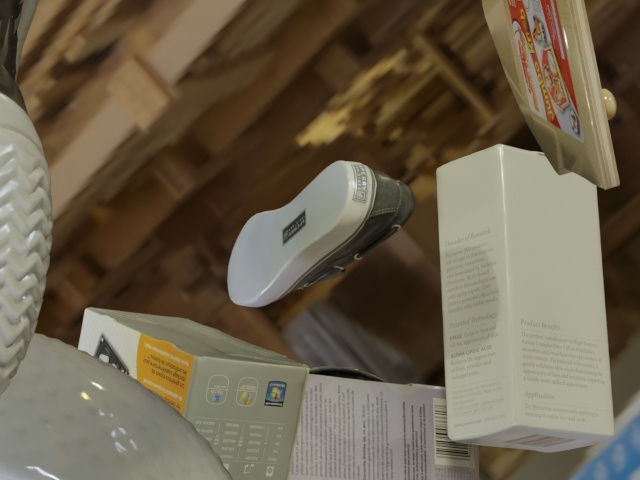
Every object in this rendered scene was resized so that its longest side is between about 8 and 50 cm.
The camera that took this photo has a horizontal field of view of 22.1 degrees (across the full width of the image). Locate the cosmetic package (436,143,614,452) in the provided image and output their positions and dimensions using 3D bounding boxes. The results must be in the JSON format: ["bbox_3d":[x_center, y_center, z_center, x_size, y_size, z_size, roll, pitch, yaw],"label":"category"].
[{"bbox_3d":[0.164,0.049,1.329,0.117,0.231,0.085,12,-22,-37],"label":"cosmetic package"}]

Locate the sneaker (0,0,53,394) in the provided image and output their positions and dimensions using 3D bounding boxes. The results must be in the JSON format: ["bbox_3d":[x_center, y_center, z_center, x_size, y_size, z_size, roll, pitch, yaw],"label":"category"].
[{"bbox_3d":[-0.170,-0.101,0.608,0.210,0.137,0.365,-9,70,57],"label":"sneaker"}]

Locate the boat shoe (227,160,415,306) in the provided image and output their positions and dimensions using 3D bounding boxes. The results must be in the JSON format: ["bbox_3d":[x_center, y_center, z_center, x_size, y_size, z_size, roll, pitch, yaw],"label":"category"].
[{"bbox_3d":[0.000,0.000,1.339,0.076,0.080,0.228,12,-30,-26],"label":"boat shoe"}]

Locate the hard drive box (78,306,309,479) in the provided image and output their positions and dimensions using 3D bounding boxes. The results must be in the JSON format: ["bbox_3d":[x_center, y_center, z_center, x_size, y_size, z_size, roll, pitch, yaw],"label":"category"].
[{"bbox_3d":[-0.108,0.178,1.136,0.089,0.232,0.181,8,3,-33],"label":"hard drive box"}]

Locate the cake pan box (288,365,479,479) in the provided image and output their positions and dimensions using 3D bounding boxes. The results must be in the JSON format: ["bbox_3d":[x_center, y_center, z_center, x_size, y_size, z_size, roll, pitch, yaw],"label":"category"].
[{"bbox_3d":[0.014,0.230,1.304,0.246,0.266,0.070,8,-17,-32],"label":"cake pan box"}]

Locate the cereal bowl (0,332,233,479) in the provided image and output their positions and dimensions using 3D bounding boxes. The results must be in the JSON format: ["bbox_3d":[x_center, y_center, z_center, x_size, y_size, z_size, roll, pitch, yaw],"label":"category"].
[{"bbox_3d":[-0.194,0.148,0.913,0.339,0.339,0.141,-46,24,44],"label":"cereal bowl"}]

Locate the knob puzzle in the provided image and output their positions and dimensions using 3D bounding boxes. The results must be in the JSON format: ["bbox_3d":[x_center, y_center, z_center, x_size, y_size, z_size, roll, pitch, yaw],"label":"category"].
[{"bbox_3d":[0.139,-0.134,1.005,0.030,0.213,0.213,-17,-8,-6],"label":"knob puzzle"}]
